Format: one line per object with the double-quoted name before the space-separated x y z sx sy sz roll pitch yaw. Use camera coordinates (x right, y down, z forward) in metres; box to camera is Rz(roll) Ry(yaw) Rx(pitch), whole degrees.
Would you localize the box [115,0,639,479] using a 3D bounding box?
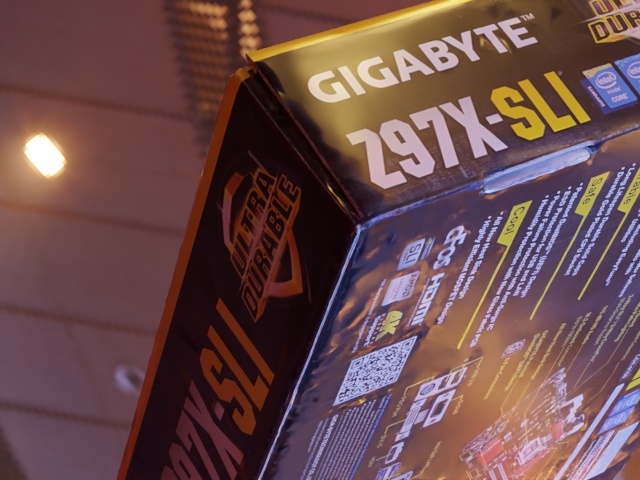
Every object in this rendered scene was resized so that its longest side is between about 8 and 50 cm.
"box" 0.058 0.032 0.688 0.079 0.257 0.322 53 -34 25
